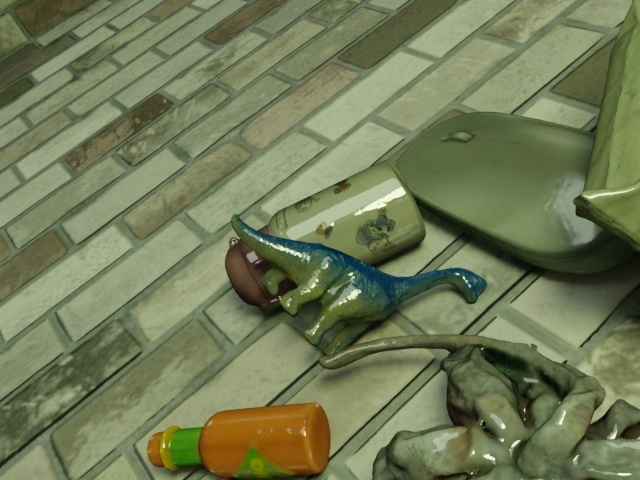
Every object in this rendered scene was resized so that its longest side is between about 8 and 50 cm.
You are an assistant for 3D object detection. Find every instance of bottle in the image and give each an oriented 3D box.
[{"bbox_3d":[0.000,0.000,0.790,0.233,0.110,0.110,-26,41,0],"label":"bottle"},{"bbox_3d":[-0.085,0.202,0.663,0.186,0.069,0.069,-10,44,20],"label":"bottle"}]

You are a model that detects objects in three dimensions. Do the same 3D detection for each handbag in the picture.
[{"bbox_3d":[0.352,-0.077,0.614,0.109,0.253,0.316,-39,20,53],"label":"handbag"}]

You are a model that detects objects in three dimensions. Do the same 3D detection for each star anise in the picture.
[{"bbox_3d":[0.140,0.184,0.513,0.359,0.139,0.316,-8,38,20],"label":"star anise"}]

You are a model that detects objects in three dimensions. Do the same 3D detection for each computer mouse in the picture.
[{"bbox_3d":[0.234,-0.077,0.769,0.197,0.095,0.330,-41,43,-22],"label":"computer mouse"}]

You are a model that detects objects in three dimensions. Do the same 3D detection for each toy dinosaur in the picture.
[{"bbox_3d":[0.033,0.020,0.716,0.188,0.075,0.248,-42,84,-9],"label":"toy dinosaur"}]
